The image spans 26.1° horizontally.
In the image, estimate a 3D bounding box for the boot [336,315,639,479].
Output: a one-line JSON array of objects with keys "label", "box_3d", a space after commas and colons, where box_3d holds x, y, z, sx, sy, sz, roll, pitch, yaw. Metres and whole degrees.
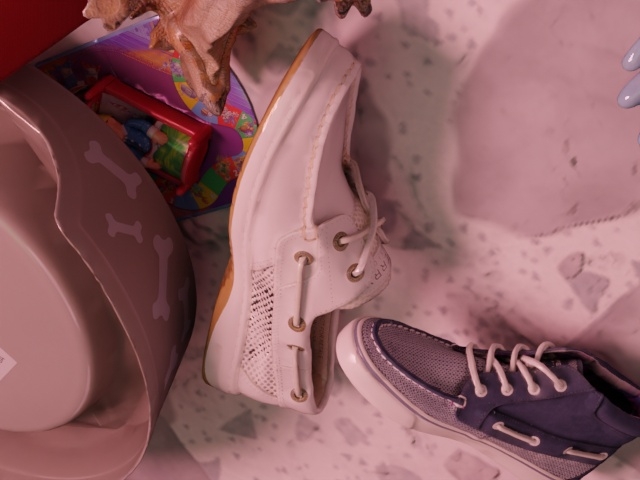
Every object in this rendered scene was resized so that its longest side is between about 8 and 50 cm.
[{"label": "boot", "box_3d": [0.106, 0.080, 0.814, 0.190, 0.069, 0.086, 28, 129, -26]}]

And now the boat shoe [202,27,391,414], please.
[{"label": "boat shoe", "box_3d": [0.000, 0.000, 0.823, 0.096, 0.098, 0.277, 23, 136, 10]}]

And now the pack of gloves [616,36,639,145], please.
[{"label": "pack of gloves", "box_3d": [0.269, -0.060, 0.668, 0.195, 0.046, 0.232, 49, 130, -7]}]

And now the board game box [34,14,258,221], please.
[{"label": "board game box", "box_3d": [-0.119, -0.064, 0.881, 0.169, 0.033, 0.133, -14, 113, 34]}]

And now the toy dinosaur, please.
[{"label": "toy dinosaur", "box_3d": [-0.031, -0.197, 0.698, 0.127, 0.200, 0.295, 25, 109, -22]}]

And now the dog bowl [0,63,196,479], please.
[{"label": "dog bowl", "box_3d": [-0.237, 0.014, 0.923, 0.349, 0.102, 0.348, 19, 136, 19]}]

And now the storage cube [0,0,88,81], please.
[{"label": "storage cube", "box_3d": [-0.241, -0.194, 0.756, 0.184, 0.193, 0.215, 16, 125, 18]}]
